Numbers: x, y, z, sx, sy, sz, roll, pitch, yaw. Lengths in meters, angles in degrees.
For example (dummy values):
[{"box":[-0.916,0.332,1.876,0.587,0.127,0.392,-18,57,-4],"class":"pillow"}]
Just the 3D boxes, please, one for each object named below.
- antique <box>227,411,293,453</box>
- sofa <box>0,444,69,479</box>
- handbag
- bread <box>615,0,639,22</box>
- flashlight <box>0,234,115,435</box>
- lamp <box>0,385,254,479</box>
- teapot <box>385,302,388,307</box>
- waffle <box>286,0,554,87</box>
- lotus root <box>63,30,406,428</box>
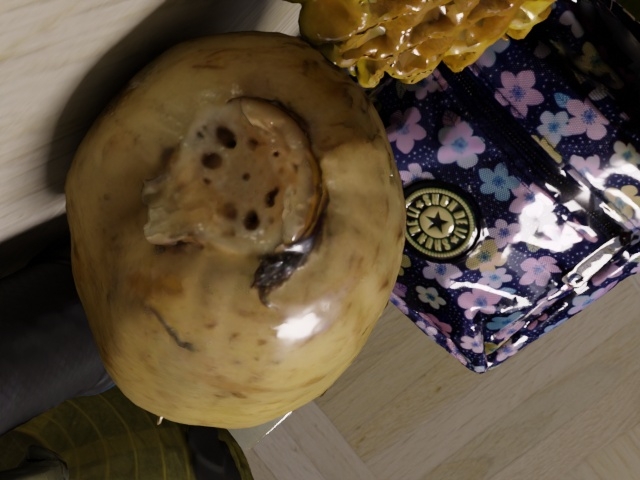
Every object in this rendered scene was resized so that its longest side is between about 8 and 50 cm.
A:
[{"box":[-0.103,0.107,1.445,0.148,0.152,0.146,-43,177,12],"class":"antique"},{"box":[-0.214,0.229,0.885,0.225,0.210,0.176,-18,179,-40],"class":"sofa"},{"box":[0.097,-0.048,0.996,0.208,0.229,0.127,-38,-170,30],"class":"handbag"},{"box":[0.153,-0.139,1.186,0.382,0.129,0.366,-38,179,-14],"class":"bread"},{"box":[-0.143,0.047,0.955,0.103,0.103,0.424,-42,173,30],"class":"flashlight"},{"box":[-0.164,0.173,1.146,0.250,0.250,0.284,-39,151,-6],"class":"lamp"},{"box":[0.000,0.000,1.334,0.178,0.135,0.252,-43,176,2],"class":"teapot"},{"box":[0.093,-0.147,0.809,0.228,0.051,0.231,-36,164,12],"class":"waffle"},{"box":[-0.044,0.002,0.841,0.146,0.160,0.284,3,168,-5],"class":"lotus root"}]
